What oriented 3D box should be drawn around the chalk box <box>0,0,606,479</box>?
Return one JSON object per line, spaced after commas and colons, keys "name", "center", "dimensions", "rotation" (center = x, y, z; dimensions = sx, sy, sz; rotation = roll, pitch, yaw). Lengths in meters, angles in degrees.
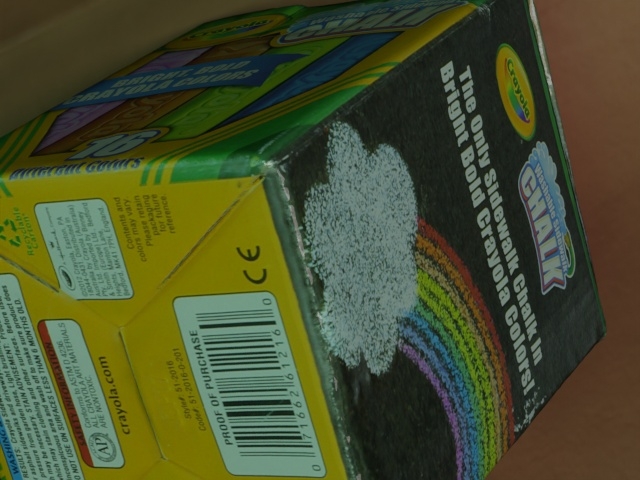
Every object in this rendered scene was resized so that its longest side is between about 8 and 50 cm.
{"name": "chalk box", "center": [0.000, 0.000, 0.739], "dimensions": [0.289, 0.179, 0.180], "rotation": [-39, 119, -52]}
